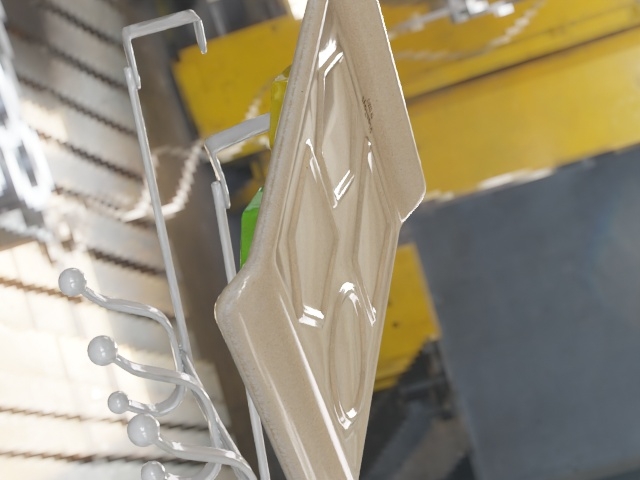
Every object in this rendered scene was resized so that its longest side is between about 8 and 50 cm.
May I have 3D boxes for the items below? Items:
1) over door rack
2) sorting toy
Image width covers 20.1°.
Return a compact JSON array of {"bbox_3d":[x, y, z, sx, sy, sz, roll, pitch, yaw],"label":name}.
[{"bbox_3d":[-0.105,0.031,1.220,0.239,0.108,0.324,-129,-142,-58],"label":"over door rack"},{"bbox_3d":[0.000,0.000,0.867,0.193,0.038,0.208,71,29,-50],"label":"sorting toy"}]
